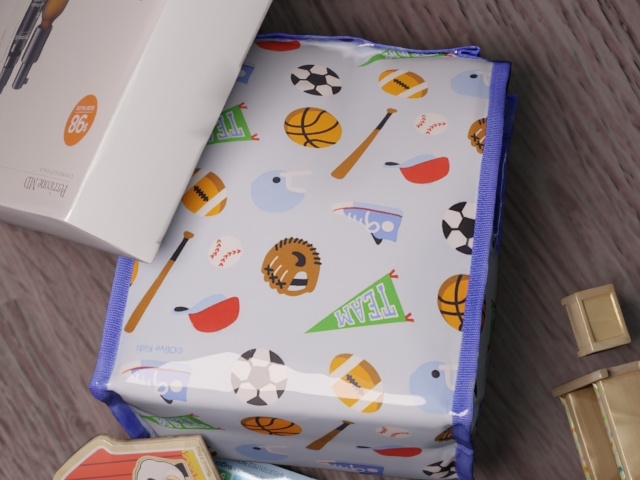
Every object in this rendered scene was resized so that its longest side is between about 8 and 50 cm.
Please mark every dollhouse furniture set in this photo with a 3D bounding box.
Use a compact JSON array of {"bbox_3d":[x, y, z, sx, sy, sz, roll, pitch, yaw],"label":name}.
[{"bbox_3d":[0.302,0.130,1.719,0.161,0.101,0.182,-12,79,-24],"label":"dollhouse furniture set"}]

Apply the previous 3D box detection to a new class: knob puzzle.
[{"bbox_3d":[-0.161,0.253,1.638,0.213,0.030,0.213,10,125,14],"label":"knob puzzle"}]

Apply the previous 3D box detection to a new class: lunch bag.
[{"bbox_3d":[0.000,0.000,1.658,0.328,0.239,0.385,4,68,5],"label":"lunch bag"}]

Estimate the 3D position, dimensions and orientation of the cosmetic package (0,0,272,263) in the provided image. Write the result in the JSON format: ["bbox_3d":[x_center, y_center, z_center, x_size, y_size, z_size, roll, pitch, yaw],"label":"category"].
[{"bbox_3d":[-0.204,-0.145,1.637,0.097,0.377,0.284,26,82,-31],"label":"cosmetic package"}]

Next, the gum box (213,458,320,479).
[{"bbox_3d":[-0.101,0.282,1.721,0.157,0.041,0.184,18,82,6],"label":"gum box"}]
